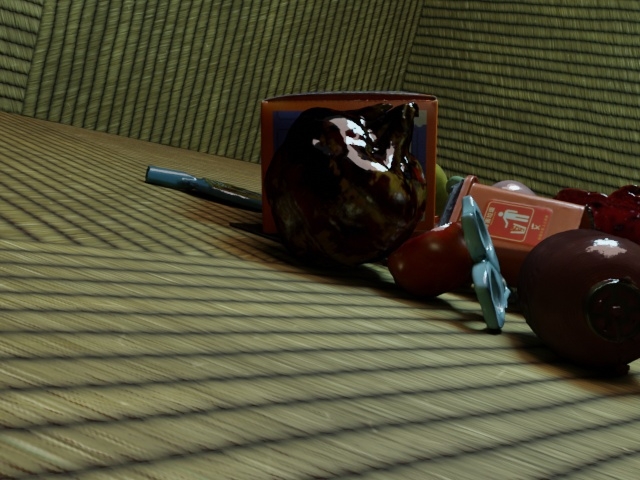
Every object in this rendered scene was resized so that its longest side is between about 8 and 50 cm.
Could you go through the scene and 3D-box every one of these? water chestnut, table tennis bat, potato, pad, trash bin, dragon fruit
[{"bbox_3d":[0.043,-0.093,1.214,0.289,0.244,0.289,-3,28,2],"label":"water chestnut"},{"bbox_3d":[-0.237,-0.115,1.778,0.329,0.044,0.215,14,8,-17],"label":"table tennis bat"},{"bbox_3d":[0.222,-0.081,1.831,0.173,0.140,0.300,-22,-28,-3],"label":"potato"},{"bbox_3d":[0.000,0.000,1.490,0.220,0.004,0.330,19,9,28],"label":"pad"},{"bbox_3d":[0.332,0.005,1.315,0.239,0.161,0.184,11,-25,30],"label":"trash bin"},{"bbox_3d":[0.617,0.000,1.377,0.286,0.228,0.329,11,-26,-37],"label":"dragon fruit"}]

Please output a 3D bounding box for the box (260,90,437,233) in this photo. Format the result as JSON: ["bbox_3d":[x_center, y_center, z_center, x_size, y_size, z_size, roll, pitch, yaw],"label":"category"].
[{"bbox_3d":[0.046,-0.165,1.514,0.319,0.256,0.348,-2,10,0],"label":"box"}]

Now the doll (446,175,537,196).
[{"bbox_3d":[0.351,-0.016,1.590,0.284,0.216,0.268,53,-3,4],"label":"doll"}]

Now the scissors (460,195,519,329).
[{"bbox_3d":[0.272,0.059,1.170,0.029,0.191,0.360,-16,-20,21],"label":"scissors"}]

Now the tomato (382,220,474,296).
[{"bbox_3d":[0.170,0.037,1.155,0.139,0.091,0.159,-26,-13,5],"label":"tomato"}]

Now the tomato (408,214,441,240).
[{"bbox_3d":[0.186,-0.017,1.649,0.174,0.082,0.166,8,10,16],"label":"tomato"}]

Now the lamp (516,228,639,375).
[{"bbox_3d":[0.349,0.076,1.001,0.180,0.180,0.258,15,6,5],"label":"lamp"}]
